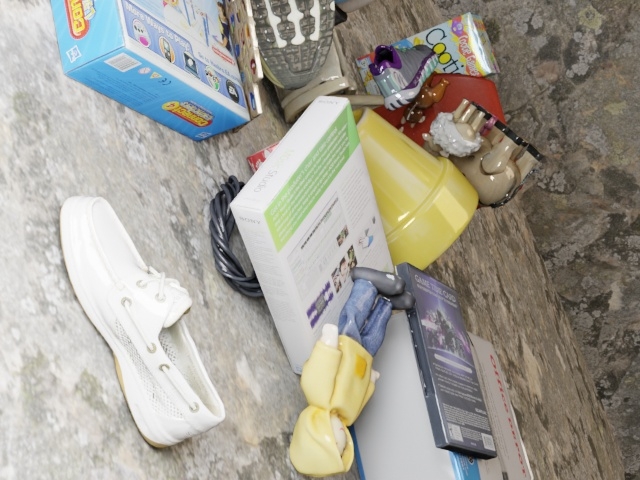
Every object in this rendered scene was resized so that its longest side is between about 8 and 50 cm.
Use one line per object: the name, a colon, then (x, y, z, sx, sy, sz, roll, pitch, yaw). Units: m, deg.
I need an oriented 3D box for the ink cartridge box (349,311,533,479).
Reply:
ink cartridge box: (0.194, 0.297, 1.750, 0.395, 0.166, 0.285, 27, 46, -61)

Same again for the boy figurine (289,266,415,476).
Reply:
boy figurine: (0.033, 0.174, 1.411, 0.285, 0.092, 0.177, -67, 150, -26)

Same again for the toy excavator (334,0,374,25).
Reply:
toy excavator: (-0.020, -0.698, 2.061, 0.445, 0.222, 0.433, 33, 41, -58)

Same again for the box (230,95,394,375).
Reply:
box: (0.000, 0.000, 1.439, 0.232, 0.058, 0.322, -54, 143, -36)

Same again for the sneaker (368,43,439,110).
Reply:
sneaker: (0.142, -0.314, 1.836, 0.098, 0.083, 0.224, 55, 29, -18)

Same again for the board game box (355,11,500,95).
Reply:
board game box: (0.243, -0.392, 2.384, 0.142, 0.275, 0.144, 69, 20, -2)

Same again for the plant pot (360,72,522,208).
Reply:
plant pot: (0.226, -0.201, 2.223, 0.235, 0.267, 0.267, 16, 56, -51)

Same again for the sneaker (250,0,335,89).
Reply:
sneaker: (-0.107, -0.392, 1.582, 0.158, 0.182, 0.410, -12, 74, -28)

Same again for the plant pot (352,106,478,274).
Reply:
plant pot: (0.092, -0.084, 1.769, 0.239, 0.254, 0.254, 48, 25, -15)

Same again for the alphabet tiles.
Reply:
alphabet tiles: (-0.114, -0.260, 1.456, 0.237, 0.009, 0.198, 173, -92, -75)

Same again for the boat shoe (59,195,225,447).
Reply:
boat shoe: (-0.173, 0.072, 1.084, 0.277, 0.096, 0.098, 67, 20, -10)

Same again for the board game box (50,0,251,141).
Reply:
board game box: (-0.223, -0.311, 1.334, 0.308, 0.086, 0.302, 24, 49, -64)

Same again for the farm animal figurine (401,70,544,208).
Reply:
farm animal figurine: (0.280, -0.150, 1.950, 0.330, 0.172, 0.327, 31, 13, -26)

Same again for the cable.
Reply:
cable: (-0.100, -0.006, 1.429, 0.184, 0.047, 0.151, -66, 136, -60)

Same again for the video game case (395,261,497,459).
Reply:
video game case: (0.188, 0.182, 1.579, 0.196, 0.026, 0.274, 28, 44, -57)

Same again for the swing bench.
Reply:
swing bench: (-0.011, -0.339, 1.833, 0.254, 0.165, 0.253, 1, 71, -64)

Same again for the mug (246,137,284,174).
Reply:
mug: (-0.037, -0.070, 1.607, 0.169, 0.113, 0.150, 63, -8, -8)
